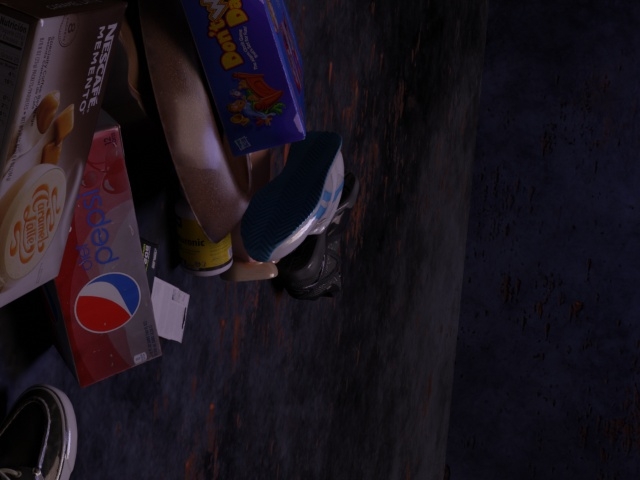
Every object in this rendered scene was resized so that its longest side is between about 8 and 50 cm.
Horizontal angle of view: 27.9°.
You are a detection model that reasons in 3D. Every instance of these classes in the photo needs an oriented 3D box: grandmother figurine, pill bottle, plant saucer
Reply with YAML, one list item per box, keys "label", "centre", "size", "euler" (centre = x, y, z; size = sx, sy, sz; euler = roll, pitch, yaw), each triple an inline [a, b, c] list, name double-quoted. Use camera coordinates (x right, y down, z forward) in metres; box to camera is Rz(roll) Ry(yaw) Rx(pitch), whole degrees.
- label: "grandmother figurine"
  centre: [-0.097, -0.126, 1.601]
  size: [0.208, 0.104, 0.342]
  euler: [-116, -157, -73]
- label: "pill bottle"
  centre: [-0.140, -0.021, 1.535]
  size: [0.065, 0.065, 0.116]
  euler: [-54, 146, -58]
- label: "plant saucer"
  centre: [-0.126, -0.152, 1.371]
  size: [0.310, 0.050, 0.310]
  euler: [-14, 90, -85]

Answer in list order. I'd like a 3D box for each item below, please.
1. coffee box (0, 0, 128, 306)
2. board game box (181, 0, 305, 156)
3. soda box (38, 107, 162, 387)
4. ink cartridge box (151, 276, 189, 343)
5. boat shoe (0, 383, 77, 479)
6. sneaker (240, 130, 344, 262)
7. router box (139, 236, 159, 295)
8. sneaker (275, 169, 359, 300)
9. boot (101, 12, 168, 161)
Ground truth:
- label: "coffee box"
  centre: [-0.250, -0.079, 0.999]
  size: [0.141, 0.098, 0.246]
  euler: [-39, 150, -68]
- label: "board game box"
  centre: [-0.099, -0.291, 1.303]
  size: [0.233, 0.078, 0.347]
  euler: [-94, 168, -63]
- label: "soda box"
  centre: [-0.221, 0.003, 1.196]
  size: [0.092, 0.083, 0.263]
  euler: [-20, 127, -21]
- label: "ink cartridge box"
  centre: [-0.187, 0.080, 1.483]
  size: [0.115, 0.029, 0.062]
  euler: [41, 57, -71]
- label: "boat shoe"
  centre: [-0.280, 0.230, 1.153]
  size: [0.070, 0.078, 0.219]
  euler: [60, 42, -65]
- label: "sneaker"
  centre: [-0.024, -0.038, 1.556]
  size: [0.228, 0.087, 0.092]
  euler: [-57, 149, -46]
- label: "router box"
  centre: [-0.214, 0.053, 1.369]
  size: [0.092, 0.038, 0.122]
  euler: [32, 65, -72]
- label: "sneaker"
  centre: [0.000, 0.000, 1.968]
  size: [0.130, 0.087, 0.227]
  euler: [78, 28, -50]
- label: "boot"
  centre: [-0.222, -0.182, 1.194]
  size: [0.305, 0.112, 0.115]
  euler: [62, 19, -69]
